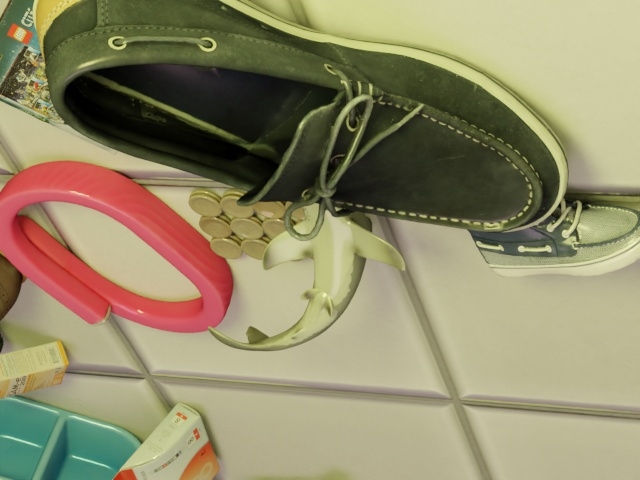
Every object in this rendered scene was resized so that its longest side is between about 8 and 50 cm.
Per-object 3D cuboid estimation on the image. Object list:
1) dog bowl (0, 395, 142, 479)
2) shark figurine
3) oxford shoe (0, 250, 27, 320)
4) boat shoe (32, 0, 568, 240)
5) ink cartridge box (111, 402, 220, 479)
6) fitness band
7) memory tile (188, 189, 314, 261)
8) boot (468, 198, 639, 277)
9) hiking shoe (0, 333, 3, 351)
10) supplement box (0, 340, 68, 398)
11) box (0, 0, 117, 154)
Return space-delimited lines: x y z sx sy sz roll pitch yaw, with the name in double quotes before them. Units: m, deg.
"dog bowl" -0.358 0.293 2.293 0.297 0.166 0.074 16 136 2
"shark figurine" 0.008 0.026 1.758 0.166 0.116 0.278 28 124 12
"oxford shoe" -0.448 -0.002 1.942 0.271 0.098 0.097 30 145 -20
"boat shoe" -0.013 -0.095 1.509 0.500 0.156 0.187 20 133 -19
"ink cartridge box" -0.207 0.312 2.227 0.045 0.179 0.145 26 152 25
"fitness band" -0.227 0.016 1.912 0.209 0.054 0.291 -15 136 39
"memory tile" -0.058 -0.015 1.824 0.148 0.012 0.113 3 145 22
"boot" 0.219 -0.015 1.645 0.190 0.069 0.086 -11 132 38
"hiking shoe" -0.453 0.132 2.157 0.114 0.086 0.227 25 146 -6
"supplement box" -0.365 0.161 2.159 0.098 0.036 0.062 -13 157 -24
"box" -0.217 -0.180 1.621 0.159 0.044 0.233 26 146 -14
